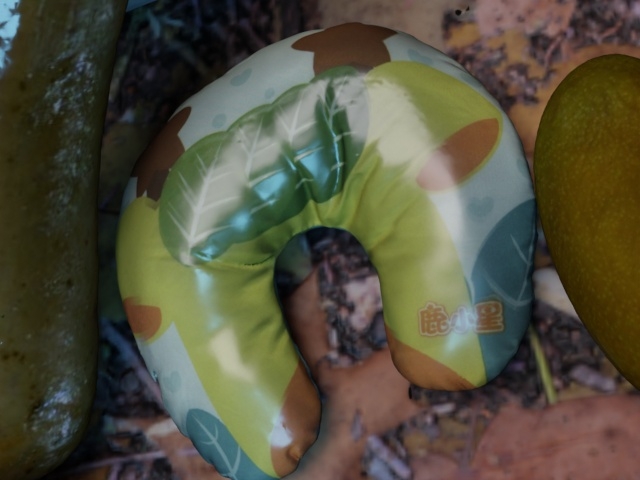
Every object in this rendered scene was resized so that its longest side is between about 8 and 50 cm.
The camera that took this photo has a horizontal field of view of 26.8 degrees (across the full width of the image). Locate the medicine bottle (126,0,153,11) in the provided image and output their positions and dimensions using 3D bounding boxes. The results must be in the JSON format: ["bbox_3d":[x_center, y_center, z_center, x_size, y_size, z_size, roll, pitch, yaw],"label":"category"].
[{"bbox_3d":[-0.126,-0.196,0.763,0.296,0.161,0.111,-14,67,18],"label":"medicine bottle"}]

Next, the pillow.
[{"bbox_3d":[0.000,0.000,0.705,0.233,0.086,0.214,-25,78,13],"label":"pillow"}]

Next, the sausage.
[{"bbox_3d":[-0.157,-0.089,0.661,0.136,0.123,0.501,18,113,14],"label":"sausage"}]

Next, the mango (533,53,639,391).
[{"bbox_3d":[0.177,0.004,0.613,0.136,0.099,0.227,-46,55,11],"label":"mango"}]
